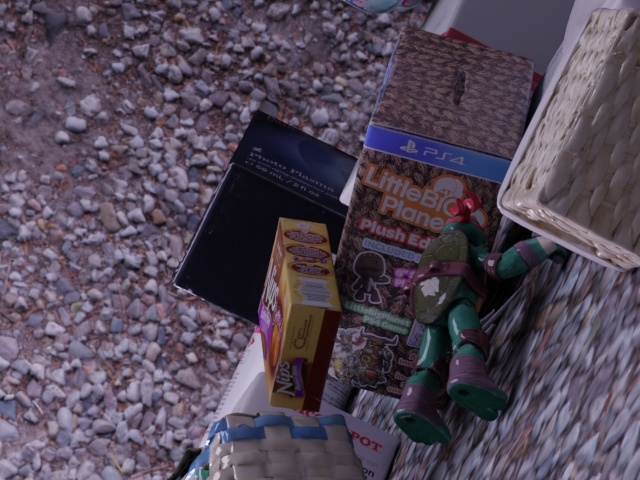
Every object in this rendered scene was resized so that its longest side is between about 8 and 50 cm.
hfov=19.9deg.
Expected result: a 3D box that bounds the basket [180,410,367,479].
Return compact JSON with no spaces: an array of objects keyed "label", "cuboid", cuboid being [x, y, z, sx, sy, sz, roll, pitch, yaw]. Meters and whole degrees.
[{"label":"basket","cuboid":[-0.041,0.319,1.637,0.255,0.201,0.289,122,138,-51]}]

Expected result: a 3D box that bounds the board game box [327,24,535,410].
[{"label":"board game box","cuboid":[0.101,-0.025,1.801,0.232,0.141,0.291,-71,-5,-59]}]

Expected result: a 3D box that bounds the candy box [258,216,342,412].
[{"label":"candy box","cuboid":[-0.020,0.066,1.709,0.187,0.053,0.109,-103,23,-63]}]

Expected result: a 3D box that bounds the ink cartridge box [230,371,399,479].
[{"label":"ink cartridge box","cuboid":[-0.041,0.279,1.889,0.100,0.172,0.237,-58,6,52]}]

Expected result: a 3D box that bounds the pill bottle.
[{"label":"pill bottle","cuboid":[-0.068,0.260,2.481,0.283,0.160,0.160,-64,4,-11]}]

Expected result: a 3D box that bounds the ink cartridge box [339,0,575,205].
[{"label":"ink cartridge box","cuboid":[0.196,-0.215,2.081,0.385,0.160,0.279,-66,5,-30]}]

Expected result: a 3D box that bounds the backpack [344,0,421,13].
[{"label":"backpack","cuboid":[0.063,-0.384,2.142,0.191,0.225,0.253,-59,-2,-19]}]

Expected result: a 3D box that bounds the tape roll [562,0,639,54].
[{"label":"tape roll","cuboid":[0.297,-0.247,1.411,0.286,0.100,0.286,-63,3,7]}]

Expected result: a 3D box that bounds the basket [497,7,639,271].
[{"label":"basket","cuboid":[0.214,-0.071,1.276,0.167,0.113,0.103,-64,8,-1]}]

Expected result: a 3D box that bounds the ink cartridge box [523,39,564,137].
[{"label":"ink cartridge box","cuboid":[0.239,-0.133,1.770,0.122,0.052,0.088,-71,8,-49]}]

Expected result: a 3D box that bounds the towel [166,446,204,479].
[{"label":"towel","cuboid":[-0.172,0.456,2.181,0.312,0.056,0.324,-56,-35,-32]}]

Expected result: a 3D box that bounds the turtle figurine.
[{"label":"turtle figurine","cuboid":[0.130,0.056,1.593,0.175,0.118,0.234,121,168,-53]}]

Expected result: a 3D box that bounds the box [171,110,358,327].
[{"label":"box","cuboid":[0.000,0.000,2.269,0.183,0.296,0.294,-63,4,16]}]
